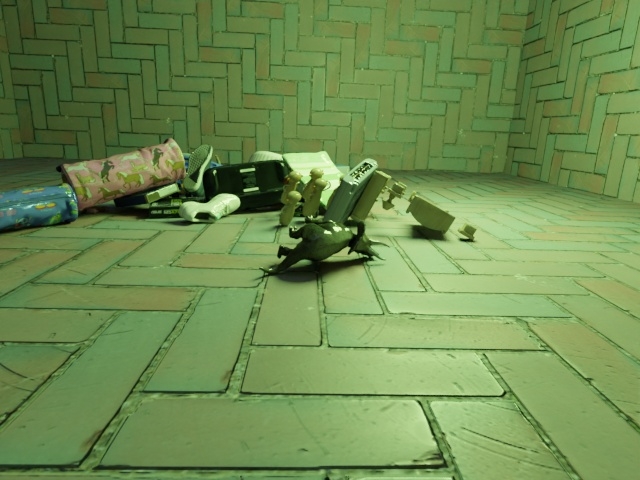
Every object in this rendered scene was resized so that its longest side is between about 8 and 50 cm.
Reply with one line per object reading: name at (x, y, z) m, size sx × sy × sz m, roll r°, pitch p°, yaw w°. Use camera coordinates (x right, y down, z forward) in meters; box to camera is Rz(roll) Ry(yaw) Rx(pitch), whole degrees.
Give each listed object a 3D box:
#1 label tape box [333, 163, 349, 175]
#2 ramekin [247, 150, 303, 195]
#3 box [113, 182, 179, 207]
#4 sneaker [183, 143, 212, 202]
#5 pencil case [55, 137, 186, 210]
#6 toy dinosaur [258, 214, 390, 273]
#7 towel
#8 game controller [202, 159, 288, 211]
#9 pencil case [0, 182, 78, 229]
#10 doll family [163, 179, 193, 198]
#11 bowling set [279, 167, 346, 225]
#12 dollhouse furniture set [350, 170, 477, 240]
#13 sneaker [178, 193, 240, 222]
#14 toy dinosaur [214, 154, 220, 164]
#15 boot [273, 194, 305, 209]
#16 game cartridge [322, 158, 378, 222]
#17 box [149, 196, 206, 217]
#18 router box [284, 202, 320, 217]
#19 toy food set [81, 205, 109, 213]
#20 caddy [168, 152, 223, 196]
label tape box at (-0.046, -0.373, 2.368) m, size 0.347 × 0.115 × 0.249 m, roll -10°, pitch 18°, yaw -30°
ramekin at (-0.186, -0.268, 1.726) m, size 0.272 × 0.127 × 0.273 m, roll 16°, pitch -6°, yaw 2°
box at (-0.632, -0.160, 1.488) m, size 0.225 × 0.037 × 0.136 m, roll -1°, pitch 23°, yaw 31°
sneaker at (-0.464, -0.257, 1.672) m, size 0.086 × 0.227 × 0.163 m, roll 5°, pitch -25°, yaw 16°
pencil case at (-0.646, -0.227, 1.399) m, size 0.385 × 0.160 × 0.167 m, roll -25°, pitch 68°, yaw -30°
toy dinosaur at (0.000, 0.000, 0.945) m, size 0.313 × 0.121 × 0.160 m, roll -7°, pitch 3°, yaw -44°
towel at (0.029, -0.229, 1.625) m, size 0.247 × 0.038 × 0.325 m, roll -15°, pitch 60°, yaw -45°
game controller at (-0.256, -0.196, 1.500) m, size 0.318 × 0.167 × 0.067 m, roll -12°, pitch -1°, yaw -25°
pencil case at (-0.824, -0.085, 1.139) m, size 0.133 × 0.120 × 0.306 m, roll -15°, pitch 5°, yaw 31°
doll family at (-0.579, -0.207, 1.708) m, size 0.192 × 0.112 × 0.076 m, roll -10°, pitch -19°, yaw -20°
bowling set at (-0.058, -0.184, 1.388) m, size 0.286 × 0.154 × 0.200 m, roll -21°, pitch 59°, yaw -42°
dollhouse furniture set at (0.299, -0.070, 1.392) m, size 0.355 × 0.174 × 0.303 m, roll 31°, pitch 14°, yaw 5°
sneaker at (-0.345, -0.093, 1.365) m, size 0.212 × 0.080 × 0.094 m, roll -19°, pitch 37°, yaw -38°
toy dinosaur at (-0.473, -0.321, 2.068) m, size 0.118 × 0.064 × 0.268 m, roll 13°, pitch -27°, yaw -11°
boot at (-0.146, -0.153, 1.637) m, size 0.157 × 0.059 × 0.084 m, roll -6°, pitch 8°, yaw -42°
game cartridge at (0.090, -0.138, 1.312) m, size 0.060 × 0.196 × 0.294 m, roll 27°, pitch 29°, yaw 10°
box at (-0.499, -0.119, 1.466) m, size 0.183 × 0.045 × 0.190 m, roll -2°, pitch 15°, yaw -18°
router box at (-0.066, -0.112, 1.512) m, size 0.122 × 0.038 × 0.092 m, roll 4°, pitch 15°, yaw 4°
toy food set at (-0.777, -0.105, 1.430) m, size 0.077 × 0.019 × 0.122 m, roll 9°, pitch 9°, yaw 25°
caddy at (-0.613, -0.302, 1.883) m, size 0.340 × 0.180 × 0.241 m, roll 0°, pitch 14°, yaw -5°
